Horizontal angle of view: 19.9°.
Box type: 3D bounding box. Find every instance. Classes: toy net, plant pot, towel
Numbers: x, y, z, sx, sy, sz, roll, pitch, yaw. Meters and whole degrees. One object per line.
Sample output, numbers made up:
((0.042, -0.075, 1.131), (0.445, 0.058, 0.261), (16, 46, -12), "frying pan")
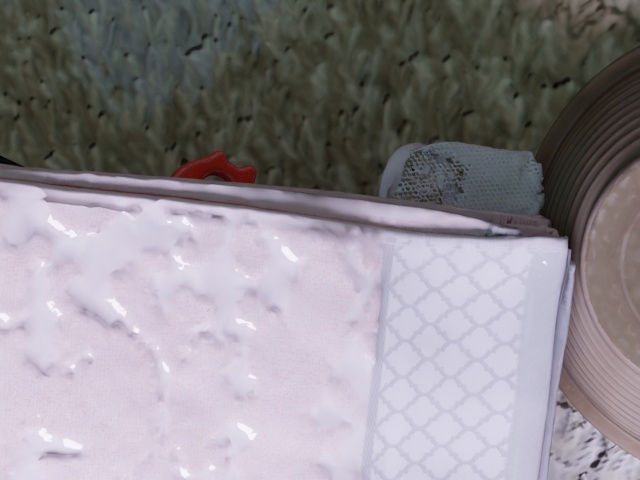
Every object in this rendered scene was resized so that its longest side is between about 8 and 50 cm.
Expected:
((0.000, 0.000, 0.889), (0.232, 0.045, 0.122), (-27, 92, -20), "toy net")
((0.197, 0.009, 0.887), (0.237, 0.110, 0.237), (1, 93, 25), "plant pot")
((-0.042, 0.139, 0.825), (0.053, 0.317, 0.331), (-162, 77, -68), "towel")

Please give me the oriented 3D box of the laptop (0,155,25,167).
((-0.119, 0.218, 0.975), (0.382, 0.236, 0.408), (-46, 75, 21), "laptop")
